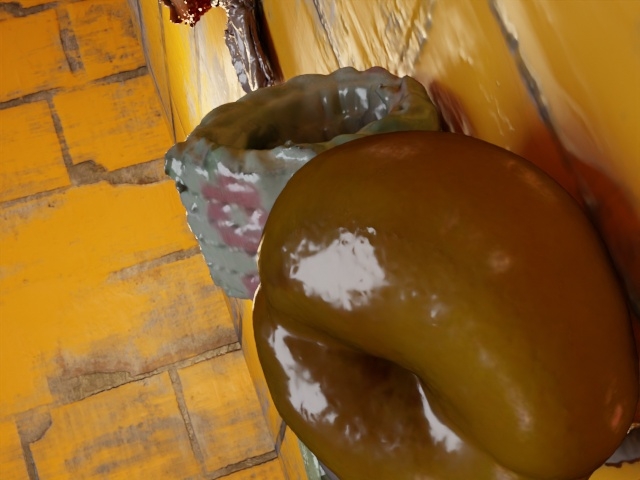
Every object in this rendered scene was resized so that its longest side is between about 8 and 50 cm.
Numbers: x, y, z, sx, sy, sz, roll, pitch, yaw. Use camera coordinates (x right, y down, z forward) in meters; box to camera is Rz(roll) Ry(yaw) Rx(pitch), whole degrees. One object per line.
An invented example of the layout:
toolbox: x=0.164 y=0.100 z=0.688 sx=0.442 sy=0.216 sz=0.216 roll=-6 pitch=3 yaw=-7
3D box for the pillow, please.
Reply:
pillow: x=-0.110 y=-0.293 z=1.265 sx=0.135 sy=0.049 sz=0.248 roll=178 pitch=75 yaw=-79

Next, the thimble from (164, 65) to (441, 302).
thimble: x=-0.006 y=-0.039 z=0.744 sx=0.185 sy=0.211 sz=0.149 roll=-101 pitch=-2 yaw=-61

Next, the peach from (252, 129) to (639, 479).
peach: x=0.067 y=0.056 z=0.570 sx=0.251 sy=0.153 sz=0.251 roll=28 pitch=130 yaw=39

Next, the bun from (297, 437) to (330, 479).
bun: x=0.034 y=0.265 z=1.216 sx=0.195 sy=0.118 sz=0.195 roll=169 pitch=90 yaw=-81

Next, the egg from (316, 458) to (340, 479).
egg: x=0.059 y=0.162 z=0.877 sx=0.198 sy=0.147 sz=0.146 roll=-117 pitch=14 yaw=-62

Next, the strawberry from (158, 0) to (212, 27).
strawberry: x=-0.207 y=-0.415 z=1.421 sx=0.286 sy=0.106 sz=0.188 roll=45 pitch=168 yaw=54
